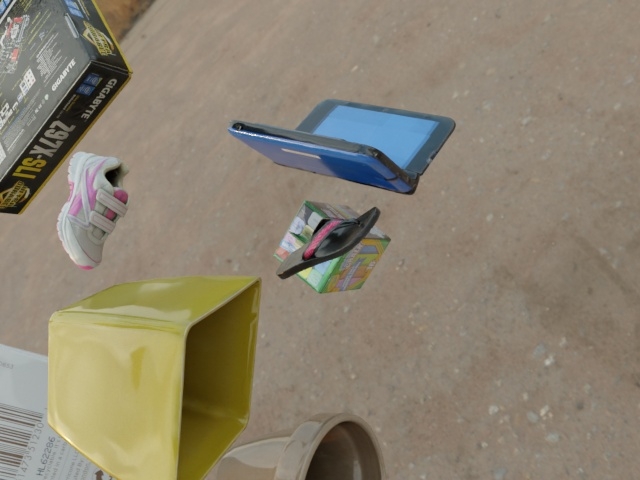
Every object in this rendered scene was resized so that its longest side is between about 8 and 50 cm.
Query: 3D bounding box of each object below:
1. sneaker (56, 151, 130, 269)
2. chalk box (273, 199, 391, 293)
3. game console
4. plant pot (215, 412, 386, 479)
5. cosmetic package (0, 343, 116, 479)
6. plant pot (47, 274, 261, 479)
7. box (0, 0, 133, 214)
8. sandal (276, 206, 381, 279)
[{"bbox_3d":[-0.444,-0.066,1.301,0.111,0.103,0.252,-6,73,17],"label":"sneaker"},{"bbox_3d":[0.013,0.013,1.255,0.132,0.213,0.132,40,110,27],"label":"chalk box"},{"bbox_3d":[0.040,-0.194,1.097,0.293,0.250,0.173,16,84,31],"label":"game console"},{"bbox_3d":[-0.048,0.423,1.095,0.229,0.263,0.263,-9,44,35],"label":"plant pot"},{"bbox_3d":[-0.572,0.405,1.310,0.393,0.327,0.329,-17,55,61],"label":"cosmetic package"},{"bbox_3d":[-0.202,0.152,0.778,0.187,0.212,0.212,9,14,13],"label":"plant pot"},{"bbox_3d":[-0.441,-0.234,0.967,0.322,0.079,0.257,-41,66,24],"label":"box"},{"bbox_3d":[0.000,0.000,0.838,0.179,0.040,0.067,-28,19,35],"label":"sandal"}]
